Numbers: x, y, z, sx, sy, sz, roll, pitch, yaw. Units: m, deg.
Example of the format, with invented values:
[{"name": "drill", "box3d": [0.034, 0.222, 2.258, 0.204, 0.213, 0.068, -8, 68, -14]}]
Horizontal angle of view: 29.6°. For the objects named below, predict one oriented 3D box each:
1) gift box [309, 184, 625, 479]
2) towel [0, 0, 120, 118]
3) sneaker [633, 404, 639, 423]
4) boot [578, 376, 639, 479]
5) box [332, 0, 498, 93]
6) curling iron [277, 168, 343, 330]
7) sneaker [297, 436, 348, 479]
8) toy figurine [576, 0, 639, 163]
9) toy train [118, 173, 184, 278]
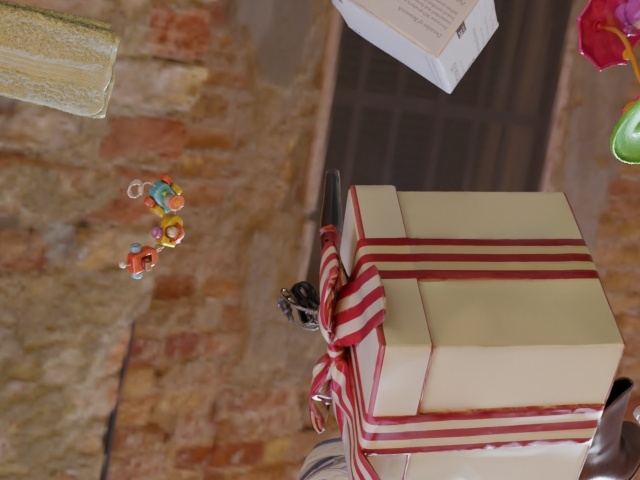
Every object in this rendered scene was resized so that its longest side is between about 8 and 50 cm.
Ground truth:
[{"name": "gift box", "box3d": [0.124, 0.105, 1.160, 0.258, 0.255, 0.276, 0, -144, -7]}, {"name": "towel", "box3d": [-0.280, -0.184, 1.226, 0.148, 0.110, 0.027, 14, -148, -4]}, {"name": "sneaker", "box3d": [0.416, 0.192, 1.337, 0.134, 0.070, 0.051, 9, 142, 53]}, {"name": "boot", "box3d": [0.400, 0.267, 1.669, 0.248, 0.207, 0.090, -23, -128, -38]}, {"name": "box", "box3d": [0.120, -0.301, 1.544, 0.182, 0.119, 0.181, 36, -179, 13]}, {"name": "curling iron", "box3d": [0.000, 0.000, 1.467, 0.068, 0.035, 0.274, 11, -135, 2]}, {"name": "sneaker", "box3d": [0.083, 0.308, 1.551, 0.296, 0.112, 0.131, -29, -164, 37]}, {"name": "toy figurine", "box3d": [0.313, -0.189, 1.159, 0.130, 0.173, 0.159, -3, -126, -32]}, {"name": "toy train", "box3d": [-0.263, -0.021, 1.941, 0.046, 0.166, 0.125, 22, -151, 35]}]
